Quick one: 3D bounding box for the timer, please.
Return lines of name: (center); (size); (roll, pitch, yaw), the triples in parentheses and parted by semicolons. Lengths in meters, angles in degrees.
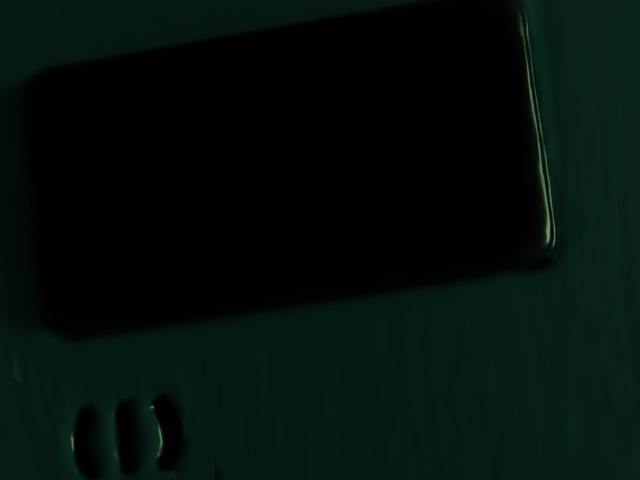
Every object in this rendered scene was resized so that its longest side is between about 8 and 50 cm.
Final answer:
timer: (0.000, 0.000, 0.459); (0.091, 0.231, 0.250); (49, 35, -71)
